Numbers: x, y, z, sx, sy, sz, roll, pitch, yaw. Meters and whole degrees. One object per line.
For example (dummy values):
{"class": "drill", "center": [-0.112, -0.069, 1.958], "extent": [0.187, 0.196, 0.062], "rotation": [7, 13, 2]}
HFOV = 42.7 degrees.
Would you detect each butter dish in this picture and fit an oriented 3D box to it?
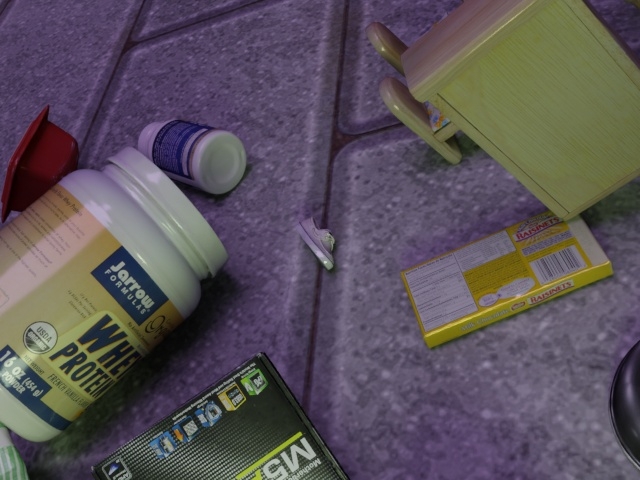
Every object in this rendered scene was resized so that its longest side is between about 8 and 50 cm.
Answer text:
{"class": "butter dish", "center": [-0.441, -0.109, 1.343], "extent": [0.160, 0.118, 0.160], "rotation": [124, 163, -45]}

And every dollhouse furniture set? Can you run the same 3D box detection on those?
{"class": "dollhouse furniture set", "center": [0.211, -0.256, 0.905], "extent": [0.362, 0.256, 0.394], "rotation": [-36, 39, 27]}

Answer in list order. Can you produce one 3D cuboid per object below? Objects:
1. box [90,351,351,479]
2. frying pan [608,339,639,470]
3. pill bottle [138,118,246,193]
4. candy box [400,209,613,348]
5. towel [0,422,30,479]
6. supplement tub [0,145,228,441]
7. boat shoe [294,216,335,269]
{"class": "box", "center": [-0.080, 0.229, 0.752], "extent": [0.190, 0.045, 0.184], "rotation": [-33, 84, -5]}
{"class": "frying pan", "center": [0.371, 0.159, 0.644], "extent": [0.197, 0.053, 0.326], "rotation": [-36, 38, -5]}
{"class": "pill bottle", "center": [-0.198, -0.131, 1.228], "extent": [0.169, 0.094, 0.094], "rotation": [19, 61, 41]}
{"class": "candy box", "center": [0.195, 0.035, 0.882], "extent": [0.205, 0.027, 0.105], "rotation": [-23, 38, 8]}
{"class": "towel", "center": [-0.393, 0.353, 0.821], "extent": [0.247, 0.038, 0.325], "rotation": [-24, 51, -14]}
{"class": "supplement tub", "center": [-0.290, 0.058, 0.990], "extent": [0.316, 0.228, 0.228], "rotation": [-43, 42, -14]}
{"class": "boat shoe", "center": [0.000, 0.000, 1.028], "extent": [0.035, 0.035, 0.100], "rotation": [-35, 34, -1]}
